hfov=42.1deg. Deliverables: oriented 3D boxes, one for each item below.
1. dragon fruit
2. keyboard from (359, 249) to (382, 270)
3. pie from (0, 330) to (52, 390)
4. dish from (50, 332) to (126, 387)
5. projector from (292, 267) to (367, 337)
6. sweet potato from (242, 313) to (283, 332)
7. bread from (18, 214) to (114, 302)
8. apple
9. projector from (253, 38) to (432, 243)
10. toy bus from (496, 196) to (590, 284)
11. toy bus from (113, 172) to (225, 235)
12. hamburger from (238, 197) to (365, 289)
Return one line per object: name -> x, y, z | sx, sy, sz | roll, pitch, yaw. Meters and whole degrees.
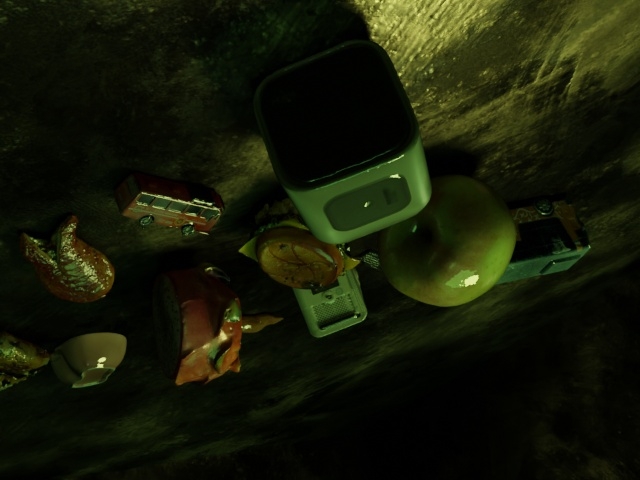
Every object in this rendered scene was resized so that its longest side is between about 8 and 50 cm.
dragon fruit -> -0.275, 0.194, 1.945 | 0.189, 0.290, 0.290 | -5, 153, -22
keyboard -> 0.165, 0.061, 2.354 | 0.061, 0.013, 0.204 | -30, 155, 23
pie -> -0.807, 0.305, 2.028 | 0.308, 0.085, 0.308 | -17, 157, -7
dish -> -0.617, 0.329, 2.221 | 0.213, 0.090, 0.213 | -17, 157, -7
projector -> 0.016, 0.117, 2.077 | 0.163, 0.177, 0.242 | -20, -173, 4
sweet potato -> -0.187, 0.239, 2.418 | 0.195, 0.056, 0.056 | -8, 154, -36
bread -> -0.514, 0.051, 1.704 | 0.139, 0.095, 0.269 | -26, 153, -5
apple -> 0.305, -0.001, 1.972 | 0.319, 0.319, 0.277 | -33, 156, 28
projector -> 0.045, -0.167, 1.474 | 0.248, 0.248, 0.249 | -22, 156, 4
toy bus -> 0.571, 0.003, 2.323 | 0.324, 0.194, 0.162 | -9, 153, -22
toy bus -> -0.294, -0.070, 1.644 | 0.235, 0.073, 0.096 | 10, 135, -48
hamburger -> -0.036, 0.008, 1.852 | 0.243, 0.138, 0.262 | -23, 127, 40
